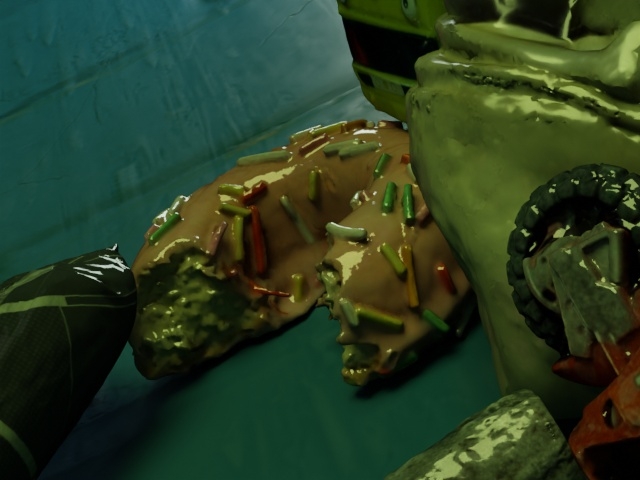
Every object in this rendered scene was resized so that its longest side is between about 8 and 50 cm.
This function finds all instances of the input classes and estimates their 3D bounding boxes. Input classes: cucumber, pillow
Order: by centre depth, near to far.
[{"bbox_3d":[0.060,0.115,0.805,0.112,0.064,0.064,-31,25,-11],"label":"cucumber"},{"bbox_3d":[-0.210,0.131,0.981,0.161,0.092,0.335,-41,14,51],"label":"pillow"}]

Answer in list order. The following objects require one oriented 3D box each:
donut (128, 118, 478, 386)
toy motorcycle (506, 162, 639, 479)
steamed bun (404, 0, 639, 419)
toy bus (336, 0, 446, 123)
[{"bbox_3d":[0.000,0.000,1.065,0.233,0.085,0.199,-4,32,38],"label":"donut"},{"bbox_3d":[0.198,0.047,0.705,0.298,0.171,0.089,1,-6,41],"label":"toy motorcycle"},{"bbox_3d":[0.176,-0.076,0.900,0.275,0.206,0.320,-7,27,40],"label":"steamed bun"},{"bbox_3d":[0.141,-0.153,1.087,0.262,0.150,0.128,-17,22,-24],"label":"toy bus"}]
